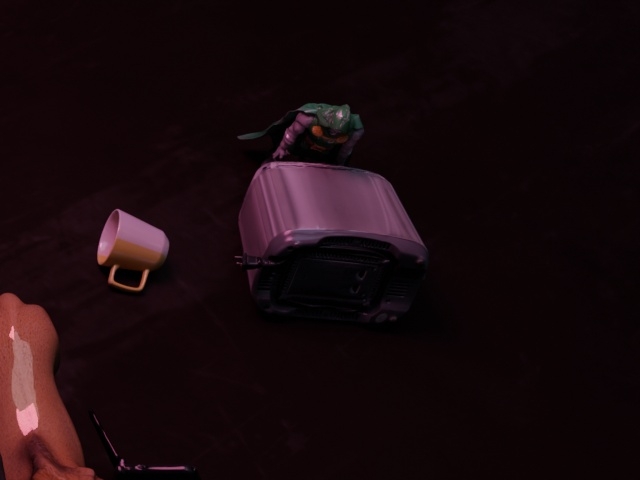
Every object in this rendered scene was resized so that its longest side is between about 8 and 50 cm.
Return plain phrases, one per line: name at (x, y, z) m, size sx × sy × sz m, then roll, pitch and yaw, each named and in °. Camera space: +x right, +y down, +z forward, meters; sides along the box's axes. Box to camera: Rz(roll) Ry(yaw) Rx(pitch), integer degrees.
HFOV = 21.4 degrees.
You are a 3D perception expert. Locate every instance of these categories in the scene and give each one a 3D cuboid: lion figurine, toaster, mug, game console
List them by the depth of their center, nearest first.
lion figurine at (-0.240, 0.170, 1.429) m, size 0.142 × 0.240 × 0.392 m, roll -19°, pitch 62°, yaw -25°
game console at (-0.152, 0.209, 1.546) m, size 0.107 × 0.122 × 0.071 m, roll -1°, pitch 56°, yaw 8°
mug at (-0.200, 0.012, 1.811) m, size 0.064 × 0.078 × 0.062 m, roll 18°, pitch 7°, yaw -22°
toaster at (0.000, 0.000, 1.866) m, size 0.227 × 0.129 × 0.146 m, roll 5°, pitch 40°, yaw -20°

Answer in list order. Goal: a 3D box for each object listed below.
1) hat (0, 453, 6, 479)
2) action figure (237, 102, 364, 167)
hat at (-0.403, 0.217, 1.384) m, size 0.331 × 0.331 × 0.134 m, roll 30°, pitch -1°, yaw 6°
action figure at (-0.007, -0.113, 1.914) m, size 0.137 × 0.232 × 0.063 m, roll 12°, pitch 76°, yaw -12°
